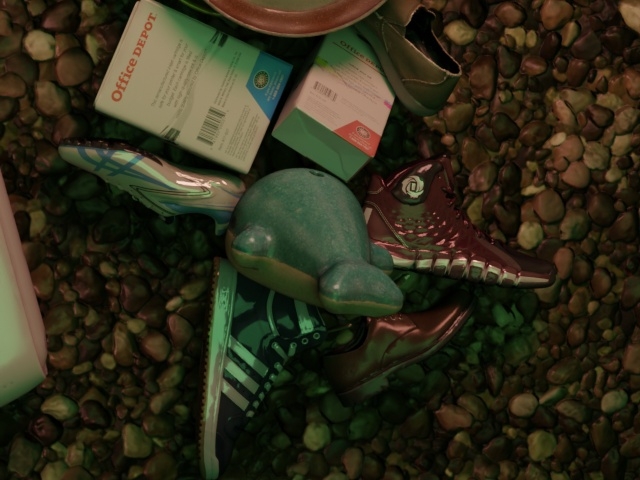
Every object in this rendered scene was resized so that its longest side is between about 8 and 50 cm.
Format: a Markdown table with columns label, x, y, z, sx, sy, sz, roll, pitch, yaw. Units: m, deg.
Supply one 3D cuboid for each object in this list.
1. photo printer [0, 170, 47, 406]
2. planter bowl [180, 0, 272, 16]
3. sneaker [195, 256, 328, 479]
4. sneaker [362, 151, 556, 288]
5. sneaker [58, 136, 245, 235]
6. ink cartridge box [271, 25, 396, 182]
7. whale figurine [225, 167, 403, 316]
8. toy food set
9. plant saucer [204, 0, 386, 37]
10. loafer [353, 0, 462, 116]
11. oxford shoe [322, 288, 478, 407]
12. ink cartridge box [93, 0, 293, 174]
| label | x | y | z | sx | sy | sz | roll | pitch | yaw |
| --- | --- | --- | --- | --- | --- | --- | --- | --- | --- |
| photo printer | -0.471 | 0.069 | 1.271 | 0.256 | 0.107 | 0.307 | -14 | 97 | -10 |
| planter bowl | -0.118 | -0.378 | 1.317 | 0.217 | 0.090 | 0.217 | -1 | 95 | -12 |
| sneaker | -0.076 | 0.168 | 1.368 | 0.153 | 0.099 | 0.282 | 6 | 91 | -11 |
| sneaker | 0.185 | -0.029 | 1.404 | 0.281 | 0.106 | 0.162 | 10 | 90 | -12 |
| sneaker | -0.212 | -0.070 | 1.329 | 0.237 | 0.085 | 0.086 | 19 | 98 | -10 |
| ink cartridge box | 0.028 | -0.183 | 1.347 | 0.115 | 0.067 | 0.198 | 32 | 49 | -13 |
| whale figurine | 0.000 | 0.000 | 1.265 | 0.216 | 0.272 | 0.141 | 8 | 104 | -27 |
| toy food set | 0.055 | 0.077 | 1.397 | 0.122 | 0.078 | 0.019 | -37 | 100 | -36 |
| plant saucer | -0.031 | -0.392 | 1.249 | 0.311 | 0.050 | 0.310 | -1 | 98 | -5 |
| loafer | 0.101 | -0.280 | 1.344 | 0.094 | 0.087 | 0.251 | -30 | 87 | -46 |
| oxford shoe | 0.104 | 0.119 | 1.410 | 0.227 | 0.083 | 0.096 | -32 | 96 | -9 |
| ink cartridge box | -0.158 | -0.187 | 1.326 | 0.203 | 0.086 | 0.148 | 24 | 89 | -12 |
